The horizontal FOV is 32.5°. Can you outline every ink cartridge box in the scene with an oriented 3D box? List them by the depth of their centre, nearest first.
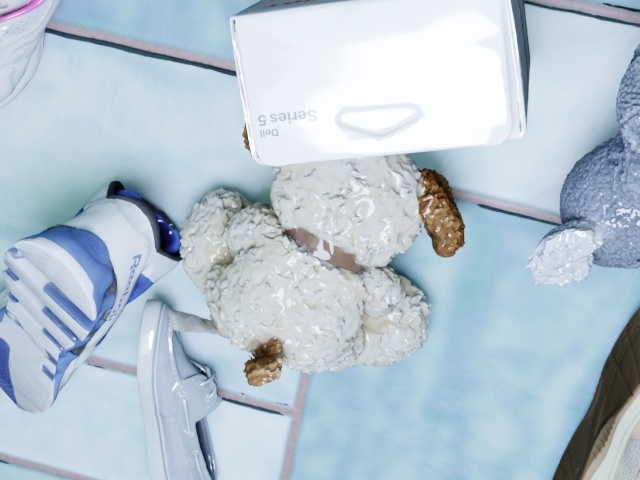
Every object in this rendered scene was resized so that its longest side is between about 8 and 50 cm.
[{"bbox_3d":[0.063,-0.155,0.878,0.199,0.273,0.114,-5,108,13],"label":"ink cartridge box"}]

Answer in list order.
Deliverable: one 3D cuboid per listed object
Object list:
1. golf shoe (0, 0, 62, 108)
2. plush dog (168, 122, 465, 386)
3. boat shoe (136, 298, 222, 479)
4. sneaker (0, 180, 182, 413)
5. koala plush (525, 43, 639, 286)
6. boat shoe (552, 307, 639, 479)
[{"bbox_3d":[-0.298,-0.216,1.003,0.115,0.140,0.306,39,113,-5],"label":"golf shoe"},{"bbox_3d":[0.000,0.000,0.984,0.263,0.210,0.225,26,108,2],"label":"plush dog"},{"bbox_3d":[-0.142,0.163,1.144,0.081,0.079,0.227,-2,114,2],"label":"boat shoe"},{"bbox_3d":[-0.230,0.048,1.088,0.127,0.182,0.315,49,141,0],"label":"sneaker"},{"bbox_3d":[0.276,-0.049,0.895,0.203,0.196,0.221,45,145,-4],"label":"koala plush"},{"bbox_3d":[0.313,0.170,1.038,0.098,0.109,0.302,18,117,-1],"label":"boat shoe"}]
